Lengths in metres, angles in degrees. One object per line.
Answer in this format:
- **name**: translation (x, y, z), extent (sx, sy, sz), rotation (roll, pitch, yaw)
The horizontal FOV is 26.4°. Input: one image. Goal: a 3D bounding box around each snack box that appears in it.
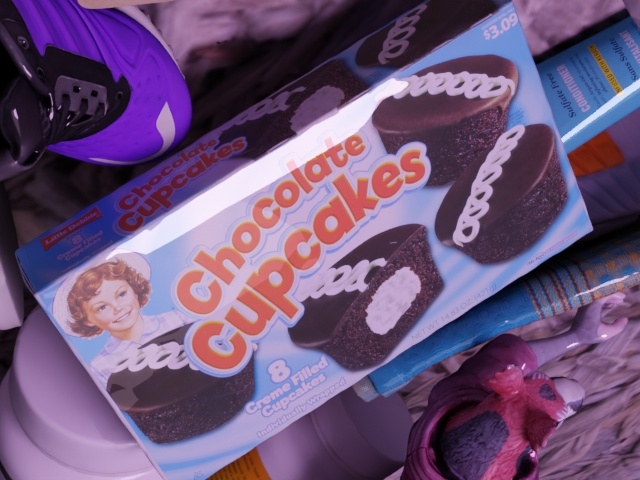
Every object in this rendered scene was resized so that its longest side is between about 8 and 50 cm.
- **snack box**: translation (0.000, 0.000, 0.839), extent (0.322, 0.060, 0.187), rotation (-32, 126, -7)

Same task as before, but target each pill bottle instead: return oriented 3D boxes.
- **pill bottle**: translation (-0.037, 0.212, 1.205), extent (0.246, 0.136, 0.136), rotation (-39, 144, 26)
- **pill bottle**: translation (-0.167, 0.163, 1.034), extent (0.161, 0.161, 0.283), rotation (-7, 146, -21)

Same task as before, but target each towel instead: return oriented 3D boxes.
- **towel**: translation (0.199, 0.019, 1.006), extent (0.370, 0.040, 0.271), rotation (-22, -178, 7)

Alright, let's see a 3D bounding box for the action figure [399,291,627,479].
- **action figure**: translation (0.095, 0.180, 1.005), extent (0.276, 0.248, 0.370), rotation (0, 146, -2)

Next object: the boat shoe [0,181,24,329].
- **boat shoe**: translation (-0.236, -0.021, 0.810), extent (0.081, 0.079, 0.227), rotation (-11, 143, 0)

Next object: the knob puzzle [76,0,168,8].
- **knob puzzle**: translation (-0.065, -0.196, 0.662), extent (0.213, 0.030, 0.213), rotation (-28, 144, -22)

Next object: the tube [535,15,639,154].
- **tube**: translation (0.174, -0.099, 0.929), extent (0.207, 0.080, 0.052), rotation (-31, 160, 8)

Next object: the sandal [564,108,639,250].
- **sandal**: translation (0.130, -0.030, 0.984), extent (0.265, 0.102, 0.076), rotation (-15, 155, -6)

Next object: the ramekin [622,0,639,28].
- **ramekin**: translation (0.268, -0.176, 0.697), extent (0.273, 0.272, 0.127), rotation (-11, 159, -16)

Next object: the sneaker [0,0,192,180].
- **sneaker**: translation (-0.159, -0.080, 0.688), extent (0.102, 0.146, 0.293), rotation (-32, 146, 16)
